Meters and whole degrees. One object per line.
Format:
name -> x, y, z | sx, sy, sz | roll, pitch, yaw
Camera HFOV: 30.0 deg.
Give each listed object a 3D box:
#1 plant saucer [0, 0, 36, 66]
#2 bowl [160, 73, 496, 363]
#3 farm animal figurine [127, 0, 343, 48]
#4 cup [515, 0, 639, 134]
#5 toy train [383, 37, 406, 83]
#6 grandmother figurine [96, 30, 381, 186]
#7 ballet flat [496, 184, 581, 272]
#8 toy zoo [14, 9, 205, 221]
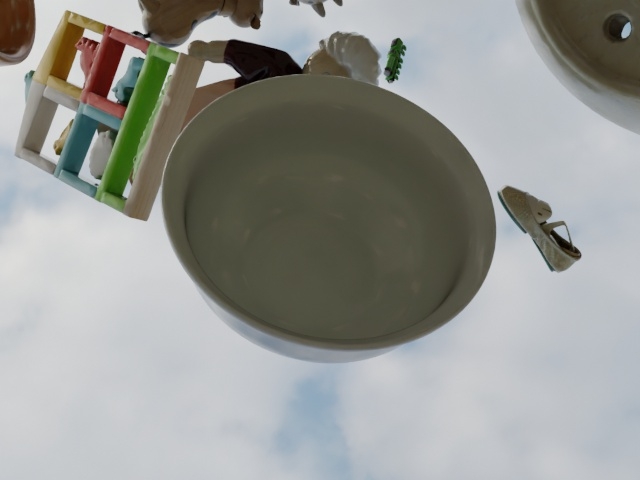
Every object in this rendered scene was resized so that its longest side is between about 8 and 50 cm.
plant saucer -> -0.259, -0.214, 0.829 | 0.037, 0.200, 0.200 | -17, -116, 9
bowl -> 0.000, 0.000, 1.096 | 0.298, 0.134, 0.297 | 5, -124, -8
farm animal figurine -> -0.052, -0.354, 1.479 | 0.172, 0.330, 0.326 | 58, -147, -23
cup -> 0.259, -0.197, 0.801 | 0.331, 0.331, 0.237 | 45, -145, 9
toy train -> 0.098, -0.240, 1.593 | 0.023, 0.017, 0.083 | 50, -143, -30
grandmother figurine -> -0.081, -0.151, 1.424 | 0.208, 0.342, 0.104 | 54, -157, -37
ballet flat -> 0.294, -0.024, 1.590 | 0.168, 0.052, 0.057 | 48, -154, -33
toy zoo -> -0.266, -0.157, 1.401 | 0.293, 0.192, 0.030 | 26, -172, 41
